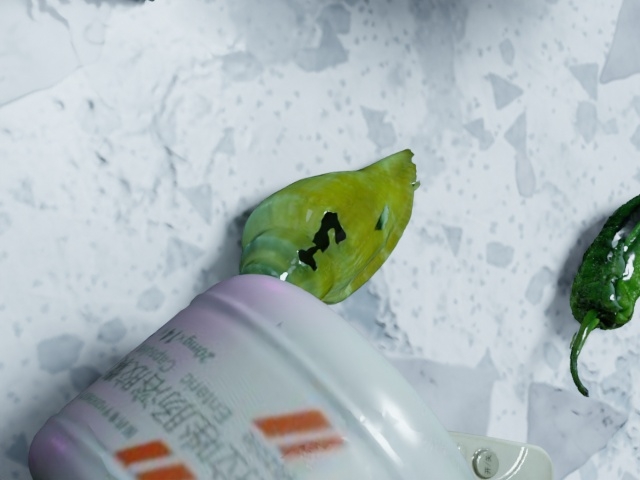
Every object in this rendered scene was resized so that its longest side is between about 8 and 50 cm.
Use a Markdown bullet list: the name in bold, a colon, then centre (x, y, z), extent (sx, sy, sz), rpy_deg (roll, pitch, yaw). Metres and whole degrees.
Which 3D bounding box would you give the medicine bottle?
- **medicine bottle**: centre (-0.079, 0.194, 0.802), extent (0.302, 0.241, 0.241), rpy_deg (-40, 109, -18)

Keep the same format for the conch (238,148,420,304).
- **conch**: centre (0.001, 0.000, 0.973), extent (0.201, 0.080, 0.094), rpy_deg (-19, 118, -41)

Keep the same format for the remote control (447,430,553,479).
- **remote control**: centre (0.071, 0.186, 1.017), extent (0.230, 0.049, 0.090), rpy_deg (10, 81, -27)

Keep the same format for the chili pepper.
- **chili pepper**: centre (0.277, 0.022, 1.155), extent (0.279, 0.065, 0.122), rpy_deg (-26, 98, -36)
